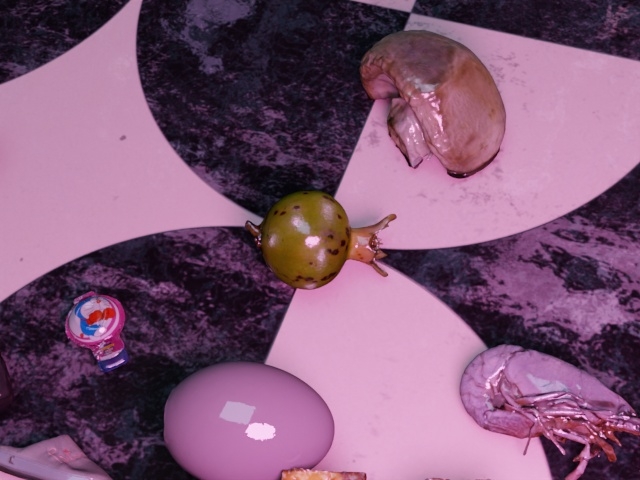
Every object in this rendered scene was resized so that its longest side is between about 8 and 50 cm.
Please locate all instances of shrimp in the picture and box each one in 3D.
[{"bbox_3d":[0.351,0.246,1.579,0.343,0.116,0.145,18,62,24],"label":"shrimp"}]

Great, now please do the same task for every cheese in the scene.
[{"bbox_3d":[-0.337,0.137,1.753,0.095,0.038,0.145,-26,58,-11],"label":"cheese"}]

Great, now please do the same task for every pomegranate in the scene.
[{"bbox_3d":[0.007,-0.007,1.754,0.220,0.156,0.156,-11,55,-25],"label":"pomegranate"}]

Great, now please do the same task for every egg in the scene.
[{"bbox_3d":[-0.096,0.253,1.579,0.232,0.176,0.176,1,58,-3],"label":"egg"}]

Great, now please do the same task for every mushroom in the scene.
[{"bbox_3d":[0.190,-0.245,1.871,0.189,0.164,0.267,-24,59,-8],"label":"mushroom"}]

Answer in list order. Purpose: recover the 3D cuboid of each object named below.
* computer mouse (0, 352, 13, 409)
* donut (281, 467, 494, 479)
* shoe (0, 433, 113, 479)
[{"bbox_3d":[-0.595,0.226,1.687,0.269,0.100,0.170,-32,63,-14],"label":"computer mouse"},{"bbox_3d":[0.095,0.391,1.515,0.295,0.112,0.151,1,65,5],"label":"donut"},{"bbox_3d":[-0.374,0.308,1.626,0.195,0.079,0.078,8,66,15],"label":"shoe"}]
